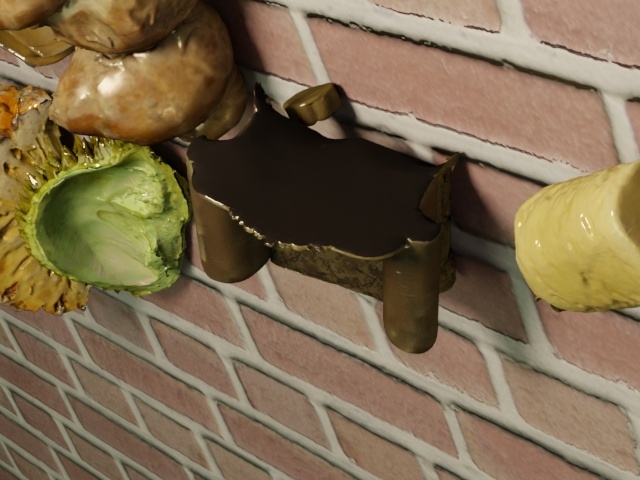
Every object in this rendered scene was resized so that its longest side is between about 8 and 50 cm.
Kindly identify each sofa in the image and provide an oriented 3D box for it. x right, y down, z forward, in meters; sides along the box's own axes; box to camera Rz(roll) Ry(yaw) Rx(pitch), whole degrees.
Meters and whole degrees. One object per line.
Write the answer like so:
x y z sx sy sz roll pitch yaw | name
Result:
0.000 0.000 1.705 0.258 0.182 0.200 20 146 17 | sofa

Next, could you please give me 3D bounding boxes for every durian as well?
-0.269 -0.033 2.251 0.198 0.163 0.394 45 150 10 | durian

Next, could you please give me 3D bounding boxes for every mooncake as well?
-0.068 -0.101 1.891 0.347 0.150 0.057 135 111 -81 | mooncake

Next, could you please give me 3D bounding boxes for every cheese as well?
0.238 0.001 1.458 0.123 0.094 0.167 58 155 -8 | cheese

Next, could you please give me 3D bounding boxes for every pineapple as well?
-0.483 -0.052 2.434 0.286 0.209 0.344 22 127 45 | pineapple

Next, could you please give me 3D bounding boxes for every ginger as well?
-0.198 -0.221 1.796 0.176 0.256 0.375 48 174 44 | ginger

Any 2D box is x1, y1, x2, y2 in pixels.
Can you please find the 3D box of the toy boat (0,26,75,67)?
-0.407 -0.329 2.094 0.321 0.121 0.089 35 168 -3 | toy boat
